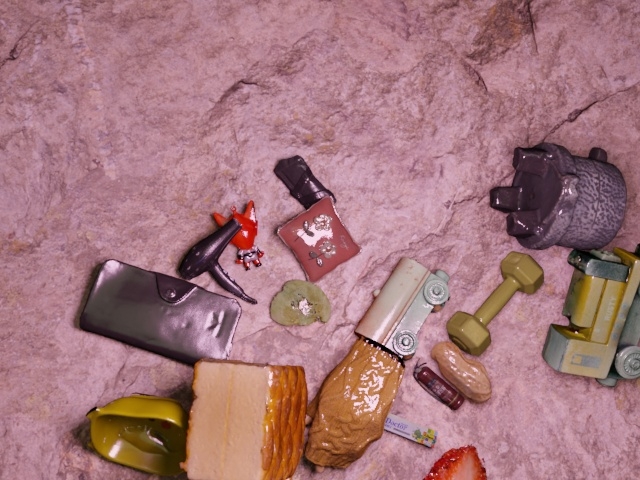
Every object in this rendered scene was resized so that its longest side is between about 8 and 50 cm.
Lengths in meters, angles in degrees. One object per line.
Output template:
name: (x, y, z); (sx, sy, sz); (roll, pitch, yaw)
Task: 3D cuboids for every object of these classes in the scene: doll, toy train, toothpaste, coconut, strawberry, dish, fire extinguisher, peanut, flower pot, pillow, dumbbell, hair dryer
doll: (-0.197, -0.008, 1.928); (0.109, 0.057, 0.169); (-19, 86, -8)
toy train: (0.737, 0.187, 1.940); (0.253, 0.160, 0.398); (11, 104, -8)
toothpaste: (0.217, 0.481, 1.915); (0.164, 0.034, 0.046); (22, 74, -4)
coconut: (-0.052, 0.160, 1.922); (0.158, 0.055, 0.133); (-14, 83, -12)
strawberry: (0.309, 0.661, 1.865); (0.233, 0.137, 0.306); (51, 50, -16)
toy train: (0.211, 0.177, 1.940); (0.177, 0.116, 0.286); (32, 77, 11)
dish: (-0.407, 0.437, 1.773); (0.262, 0.221, 0.108); (11, 38, 2)
fire extinguisher: (0.298, 0.372, 1.943); (0.158, 0.043, 0.064); (40, 119, 1)
peanut: (0.366, 0.337, 1.935); (0.194, 0.093, 0.083); (47, 39, 0)
flower pot: (0.614, -0.115, 1.951); (0.282, 0.299, 0.299); (8, 79, -11)
pillow: (0.000, 0.000, 1.938); (0.171, 0.075, 0.179); (-34, 102, -9)
dumbbell: (0.458, 0.163, 1.972); (0.302, 0.121, 0.108); (-45, 117, -13)
hair dryer: (-0.224, 0.075, 1.903); (0.195, 0.075, 0.219); (-42, 102, 7)

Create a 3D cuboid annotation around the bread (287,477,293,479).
bread: (-0.160, 0.618, 1.810); (0.200, 0.077, 0.116); (-5, 82, -8)

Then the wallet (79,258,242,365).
wallet: (-0.387, 0.185, 1.869); (0.377, 0.051, 0.197); (20, 78, -6)

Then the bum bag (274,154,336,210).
bum bag: (-0.037, -0.140, 1.985); (0.087, 0.049, 0.198); (-40, 88, 11)

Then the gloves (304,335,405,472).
gloves: (0.069, 0.404, 1.824); (0.203, 0.155, 0.357); (27, 98, 20)

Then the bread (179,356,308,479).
bread: (-0.161, 0.410, 1.723); (0.206, 0.279, 0.279); (1, 78, 15)
